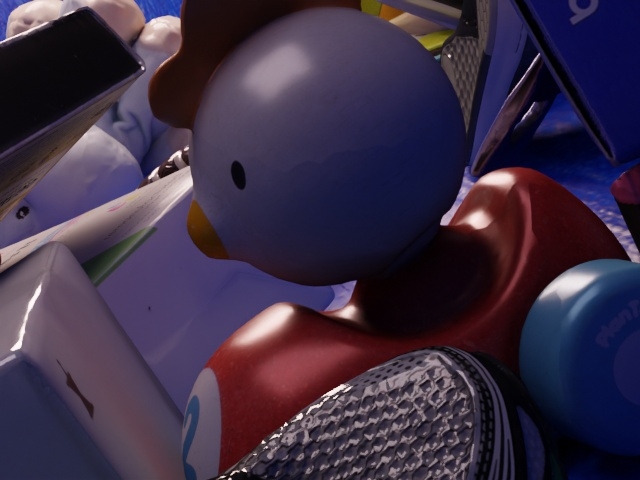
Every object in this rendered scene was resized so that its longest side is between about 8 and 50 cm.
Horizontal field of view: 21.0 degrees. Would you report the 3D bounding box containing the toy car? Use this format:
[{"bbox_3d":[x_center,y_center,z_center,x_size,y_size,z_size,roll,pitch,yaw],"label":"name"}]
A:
[{"bbox_3d":[0.000,0.000,0.703,0.210,0.238,0.219,-36,13,-11],"label":"toy car"}]

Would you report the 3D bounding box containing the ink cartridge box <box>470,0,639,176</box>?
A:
[{"bbox_3d":[0.230,-0.164,0.801,0.395,0.151,0.270,-28,-3,17],"label":"ink cartridge box"}]

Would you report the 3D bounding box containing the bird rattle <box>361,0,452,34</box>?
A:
[{"bbox_3d":[0.029,-0.149,1.503,0.207,0.143,0.253,-26,-3,-22],"label":"bird rattle"}]

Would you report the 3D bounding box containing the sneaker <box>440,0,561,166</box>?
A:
[{"bbox_3d":[0.164,-0.116,1.075,0.163,0.086,0.226,-8,-19,-8],"label":"sneaker"}]

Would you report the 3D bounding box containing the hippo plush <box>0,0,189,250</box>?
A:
[{"bbox_3d":[-0.244,-0.086,1.562,0.294,0.234,0.236,-24,16,33],"label":"hippo plush"}]

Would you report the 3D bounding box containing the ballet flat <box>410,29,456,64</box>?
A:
[{"bbox_3d":[0.053,-0.107,1.269,0.231,0.077,0.077,-31,42,20],"label":"ballet flat"}]

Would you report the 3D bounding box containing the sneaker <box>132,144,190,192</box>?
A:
[{"bbox_3d":[-0.093,-0.019,1.273,0.281,0.106,0.162,-29,11,20],"label":"sneaker"}]

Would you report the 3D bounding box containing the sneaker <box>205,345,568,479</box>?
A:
[{"bbox_3d":[-0.064,0.145,0.490,0.343,0.146,0.134,-40,39,-18],"label":"sneaker"}]

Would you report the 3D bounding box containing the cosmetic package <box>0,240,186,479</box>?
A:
[{"bbox_3d":[-0.268,0.202,0.776,0.453,0.161,0.230,-33,12,2],"label":"cosmetic package"}]

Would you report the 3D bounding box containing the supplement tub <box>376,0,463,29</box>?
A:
[{"bbox_3d":[0.138,-0.316,1.291,0.193,0.193,0.316,-144,73,-75],"label":"supplement tub"}]

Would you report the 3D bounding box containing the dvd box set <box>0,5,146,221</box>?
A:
[{"bbox_3d":[-0.302,0.046,1.017,0.420,0.062,0.307,-43,3,22],"label":"dvd box set"}]

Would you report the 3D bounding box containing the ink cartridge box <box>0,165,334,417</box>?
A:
[{"bbox_3d":[-0.185,0.083,1.086,0.353,0.119,0.207,-21,19,44],"label":"ink cartridge box"}]

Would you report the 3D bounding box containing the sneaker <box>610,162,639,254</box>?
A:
[{"bbox_3d":[0.206,-0.021,0.703,0.178,0.072,0.077,-6,17,46],"label":"sneaker"}]
